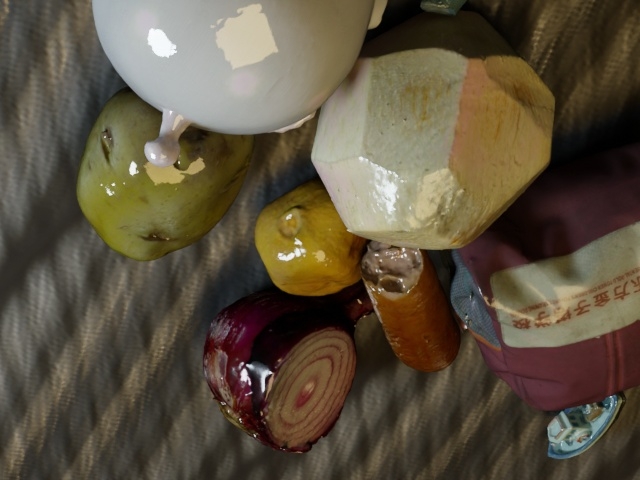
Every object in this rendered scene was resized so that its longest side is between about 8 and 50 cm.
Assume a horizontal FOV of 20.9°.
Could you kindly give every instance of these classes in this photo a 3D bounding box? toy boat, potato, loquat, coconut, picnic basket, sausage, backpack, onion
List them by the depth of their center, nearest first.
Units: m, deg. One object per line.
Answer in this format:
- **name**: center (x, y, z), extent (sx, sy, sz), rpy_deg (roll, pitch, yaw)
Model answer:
- **picnic basket**: center (0.123, -0.246, 1.587), extent (0.065, 0.083, 0.083), rpy_deg (24, 81, -32)
- **coconut**: center (0.108, -0.104, 1.638), extent (0.237, 0.237, 0.197), rpy_deg (26, 164, -35)
- **potato**: center (-0.150, -0.067, 1.639), extent (0.154, 0.137, 0.200), rpy_deg (21, 141, -13)
- **loquat**: center (0.000, 0.000, 1.774), extent (0.137, 0.113, 0.137), rpy_deg (-18, 144, -13)
- **sausage**: center (0.101, 0.079, 1.830), extent (0.076, 0.103, 0.302), rpy_deg (-17, 156, 4)
- **backpack**: center (0.279, 0.048, 1.835), extent (0.283, 0.197, 0.317), rpy_deg (-17, 142, 2)
- **onion**: center (-0.028, 0.113, 1.879), extent (0.218, 0.140, 0.195), rpy_deg (-50, 139, -15)
- **toy boat**: center (0.316, 0.222, 2.122), extent (0.066, 0.059, 0.140), rpy_deg (2, 138, -33)

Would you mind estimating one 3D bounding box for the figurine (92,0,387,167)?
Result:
- **figurine**: center (-0.053, -0.247, 1.431), extent (0.253, 0.211, 0.361), rpy_deg (36, 124, -3)
